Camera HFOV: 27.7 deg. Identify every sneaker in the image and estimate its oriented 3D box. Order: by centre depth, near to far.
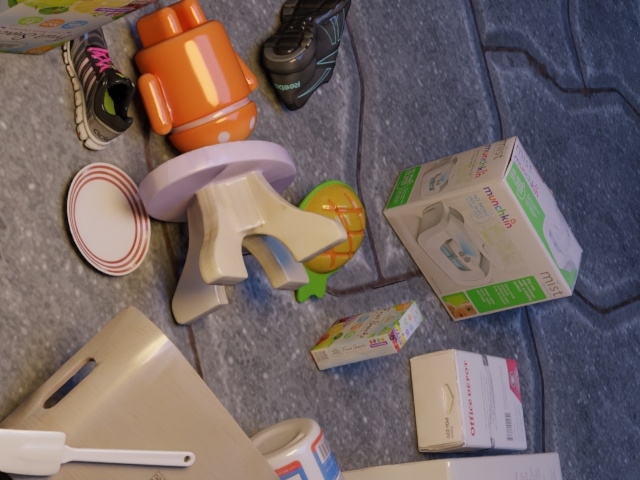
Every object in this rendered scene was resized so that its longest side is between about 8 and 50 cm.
[{"bbox_3d":[-0.266,-0.200,1.595,0.063,0.074,0.170,4,74,-55],"label":"sneaker"},{"bbox_3d":[-0.018,-0.304,2.000,0.267,0.101,0.106,-60,145,-45],"label":"sneaker"}]

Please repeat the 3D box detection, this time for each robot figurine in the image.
[{"bbox_3d":[-0.160,-0.204,1.702,0.158,0.128,0.219,-69,138,-75],"label":"robot figurine"}]

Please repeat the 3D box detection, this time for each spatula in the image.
[{"bbox_3d":[-0.252,0.285,1.369,0.242,0.019,0.168,10,91,-34],"label":"spatula"}]

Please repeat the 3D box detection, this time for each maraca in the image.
[{"bbox_3d":[0.000,0.000,1.891,0.127,0.099,0.186,38,74,-35],"label":"maraca"}]

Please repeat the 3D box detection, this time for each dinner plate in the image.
[{"bbox_3d":[-0.261,-0.025,1.587,0.141,0.017,0.141,26,56,-48],"label":"dinner plate"}]

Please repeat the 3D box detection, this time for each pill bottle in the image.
[{"bbox_3d":[-0.017,0.355,1.701,0.124,0.124,0.221,-41,112,-53],"label":"pill bottle"}]

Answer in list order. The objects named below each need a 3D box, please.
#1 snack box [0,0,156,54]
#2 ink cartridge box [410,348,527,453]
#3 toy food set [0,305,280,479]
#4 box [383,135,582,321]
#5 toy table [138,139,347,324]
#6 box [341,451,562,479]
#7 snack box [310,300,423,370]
[{"bbox_3d":[-0.310,-0.270,1.438,0.174,0.207,0.070,-8,85,-55],"label":"snack box"},{"bbox_3d":[0.245,0.271,2.142,0.218,0.092,0.159,16,64,-54],"label":"ink cartridge box"},{"bbox_3d":[-0.202,0.255,1.457,0.220,0.092,0.306,-44,121,-16],"label":"toy food set"},{"bbox_3d":[0.277,-0.016,2.172,0.262,0.231,0.127,56,38,-27],"label":"box"},{"bbox_3d":[-0.100,-0.017,1.637,0.274,0.252,0.161,-4,67,-56],"label":"toy table"},{"bbox_3d":[0.193,0.408,1.902,0.345,0.215,0.168,11,70,-53],"label":"box"},{"bbox_3d":[0.067,0.138,1.889,0.037,0.141,0.100,64,36,-15],"label":"snack box"}]
